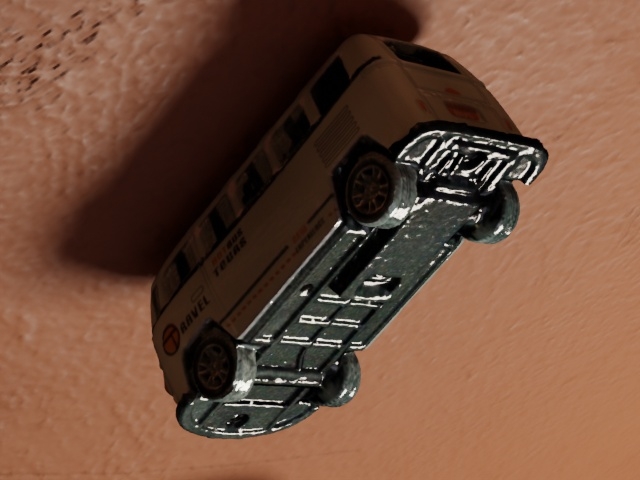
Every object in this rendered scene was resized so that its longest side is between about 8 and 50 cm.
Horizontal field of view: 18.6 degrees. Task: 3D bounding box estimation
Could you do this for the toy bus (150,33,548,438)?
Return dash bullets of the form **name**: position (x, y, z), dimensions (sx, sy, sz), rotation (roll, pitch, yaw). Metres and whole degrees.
- **toy bus**: position (0.000, 0.000, 0.826), dimensions (0.087, 0.089, 0.194), rotation (7, 133, -45)
